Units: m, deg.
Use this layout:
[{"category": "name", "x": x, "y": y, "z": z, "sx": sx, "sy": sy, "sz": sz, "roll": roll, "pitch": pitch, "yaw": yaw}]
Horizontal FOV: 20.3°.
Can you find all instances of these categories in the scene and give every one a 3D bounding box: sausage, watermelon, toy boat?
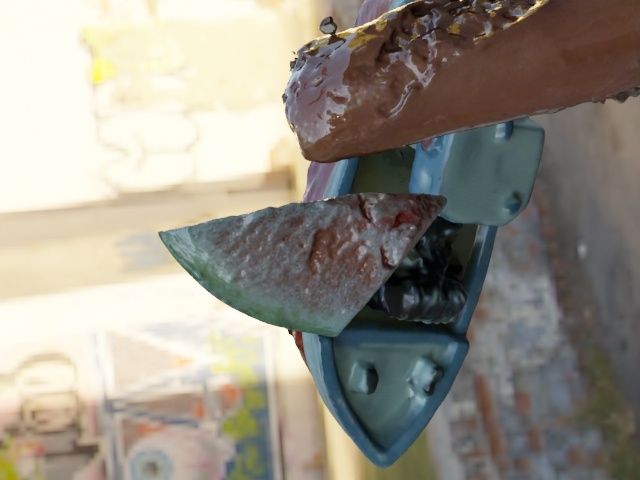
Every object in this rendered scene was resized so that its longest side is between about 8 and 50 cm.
[{"category": "sausage", "x": 0.137, "y": -0.108, "z": 0.944, "sx": 0.087, "sy": 0.327, "sz": 0.079, "roll": -175, "pitch": 71, "yaw": -76}, {"category": "watermelon", "x": -0.005, "y": 0.007, "z": 1.038, "sx": 0.081, "sy": 0.180, "sz": 0.094, "roll": 58, "pitch": 147, "yaw": 35}, {"category": "toy boat", "x": 0.069, "y": -0.001, "z": 1.241, "sx": 0.133, "sy": 0.145, "sz": 0.332, "roll": 38, "pitch": 119, "yaw": 53}]
